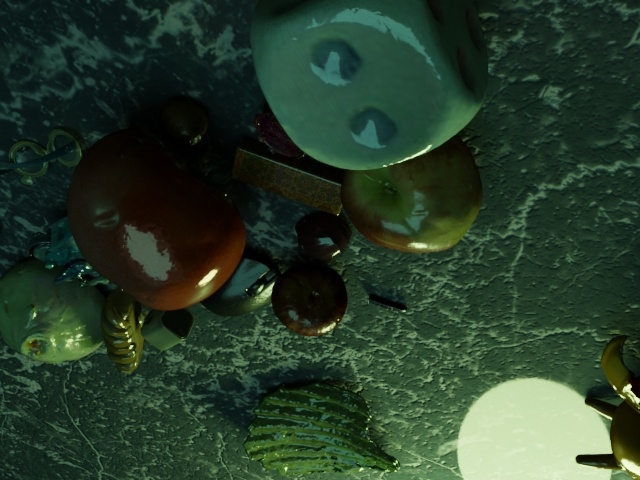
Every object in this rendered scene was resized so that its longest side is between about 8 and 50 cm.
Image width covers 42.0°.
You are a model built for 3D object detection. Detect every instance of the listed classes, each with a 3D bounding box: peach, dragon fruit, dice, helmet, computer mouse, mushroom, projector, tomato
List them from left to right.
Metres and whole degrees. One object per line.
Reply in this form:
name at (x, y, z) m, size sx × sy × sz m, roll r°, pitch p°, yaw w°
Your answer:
tomato at (-0.307, -0.030, 1.513) m, size 0.341 × 0.341 × 0.273 m, roll 37°, pitch 92°, yaw -18°
projector at (-0.355, 0.196, 1.933) m, size 0.082 × 0.083 × 0.083 m, roll -30°, pitch 118°, yaw 37°
mushroom at (-0.238, -0.200, 1.522) m, size 0.088 × 0.073 × 0.129 m, roll -40°, pitch 126°, yaw -3°
computer mouse at (-0.179, 0.110, 1.798) m, size 0.147 × 0.088 × 0.264 m, roll 39°, pitch 129°, yaw -23°
dragon fruit at (-0.056, -0.204, 1.465) m, size 0.112 × 0.068 × 0.126 m, roll 41°, pitch 145°, yaw -7°
helmet at (0.000, 0.000, 1.637) m, size 0.123 × 0.070 × 0.098 m, roll -20°, pitch 124°, yaw 31°
dice at (0.075, -0.281, 1.198) m, size 0.264 × 0.268 × 0.263 m, roll -13°, pitch 128°, yaw 29°
peach at (0.166, -0.089, 1.404) m, size 0.232 × 0.256 × 0.233 m, roll 5°, pitch 98°, yaw 35°

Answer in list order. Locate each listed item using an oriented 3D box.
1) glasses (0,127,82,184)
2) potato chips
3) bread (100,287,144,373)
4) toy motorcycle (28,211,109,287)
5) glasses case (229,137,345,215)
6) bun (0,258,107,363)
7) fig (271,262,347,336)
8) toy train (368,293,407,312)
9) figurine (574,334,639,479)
glasses at (-0.590, -0.163, 1.598) m, size 0.189 × 0.220 × 0.088 m, roll -11°, pitch 90°, yaw 29°
potato chips at (-0.003, 0.508, 2.114) m, size 0.389 × 0.097 × 0.373 m, roll -13°, pitch 126°, yaw 27°
bread at (-0.460, 0.202, 1.935) m, size 0.081 × 0.134 × 0.225 m, roll 3°, pitch 135°, yaw 2°
toy motorcycle at (-0.476, 0.006, 1.758) m, size 0.260 × 0.154 × 0.206 m, roll -24°, pitch 145°, yaw 30°
glasses case at (-0.055, -0.121, 1.552) m, size 0.218 × 0.049 × 0.075 m, roll 19°, pitch 129°, yaw -1°
bun at (-0.646, 0.196, 1.957) m, size 0.293 × 0.187 × 0.293 m, roll 10°, pitch 138°, yaw 9°
fig at (-0.012, 0.117, 1.722) m, size 0.149 × 0.202 × 0.148 m, roll -3°, pitch 98°, yaw 22°
toy train at (0.141, 0.136, 1.760) m, size 0.083 × 0.017 × 0.017 m, roll 19°, pitch 138°, yaw 0°
figurine at (0.697, 0.354, 1.637) m, size 0.401 × 0.268 × 0.387 m, roll 50°, pitch 155°, yaw 14°
